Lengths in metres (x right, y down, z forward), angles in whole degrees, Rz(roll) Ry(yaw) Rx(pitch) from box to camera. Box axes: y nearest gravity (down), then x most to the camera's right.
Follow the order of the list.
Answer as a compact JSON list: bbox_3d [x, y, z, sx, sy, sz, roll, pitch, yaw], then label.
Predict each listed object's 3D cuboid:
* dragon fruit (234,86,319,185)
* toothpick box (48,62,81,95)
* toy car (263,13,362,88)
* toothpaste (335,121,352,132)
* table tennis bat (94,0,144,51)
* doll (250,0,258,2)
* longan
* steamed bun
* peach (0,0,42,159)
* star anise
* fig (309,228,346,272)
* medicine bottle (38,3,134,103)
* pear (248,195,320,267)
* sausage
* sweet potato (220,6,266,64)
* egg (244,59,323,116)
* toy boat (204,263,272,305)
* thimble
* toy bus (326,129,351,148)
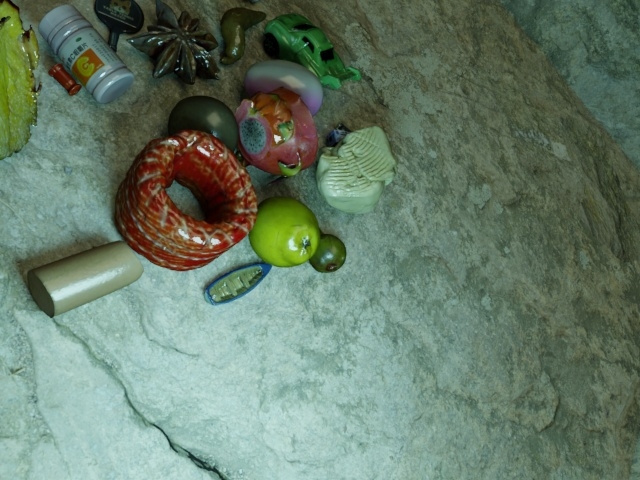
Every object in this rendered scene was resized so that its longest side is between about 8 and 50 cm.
[{"bbox_3d":[-0.149,-0.320,1.744,0.189,0.290,0.291,-26,85,-38],"label":"dragon fruit"},{"bbox_3d":[-0.703,-0.442,1.572,0.083,0.047,0.047,48,51,-8],"label":"toothpick box"},{"bbox_3d":[-0.035,-0.668,2.046,0.213,0.176,0.359,-32,88,-40],"label":"toy car"},{"bbox_3d":[0.117,-0.387,2.118,0.139,0.021,0.037,36,64,-13],"label":"toothpaste"},{"bbox_3d":[-0.623,-0.671,1.749,0.150,0.027,0.237,16,58,-28],"label":"table tennis bat"},{"bbox_3d":[-0.257,-0.954,2.089,0.114,0.085,0.152,7,73,-57],"label":"doll"},{"bbox_3d":[-0.340,-0.327,1.676,0.212,0.198,0.198,29,51,10],"label":"longan"},{"bbox_3d":[0.116,-0.227,1.932,0.275,0.203,0.290,3,64,-5],"label":"steamed bun"},{"bbox_3d":[-0.815,-0.385,1.300,0.353,0.339,0.417,-32,89,-2],"label":"peach"},{"bbox_3d":[-0.455,-0.616,1.784,0.315,0.108,0.316,12,65,-26],"label":"star anise"},{"bbox_3d":[0.000,0.000,1.825,0.124,0.124,0.236,2,44,-33],"label":"fig"},{"bbox_3d":[-0.650,-0.518,1.589,0.250,0.133,0.133,51,51,-4],"label":"medicine bottle"},{"bbox_3d":[-0.108,-0.025,1.660,0.212,0.269,0.213,-12,114,-28],"label":"pear"},{"bbox_3d":[-0.557,0.083,1.382,0.252,0.123,0.123,-26,85,-40],"label":"sausage"},{"bbox_3d":[-0.286,-0.727,1.956,0.124,0.097,0.310,48,46,-35],"label":"sweet potato"},{"bbox_3d":[-0.121,-0.504,1.904,0.271,0.196,0.197,23,57,-10],"label":"egg"},{"bbox_3d":[-0.232,0.120,1.631,0.228,0.046,0.080,-29,86,-40],"label":"toy boat"},{"bbox_3d":[-0.362,-0.101,1.530,0.349,0.230,0.351,16,60,-30],"label":"thimble"},{"bbox_3d":[0.107,-0.350,2.056,0.167,0.073,0.076,3,67,-31],"label":"toy bus"}]
